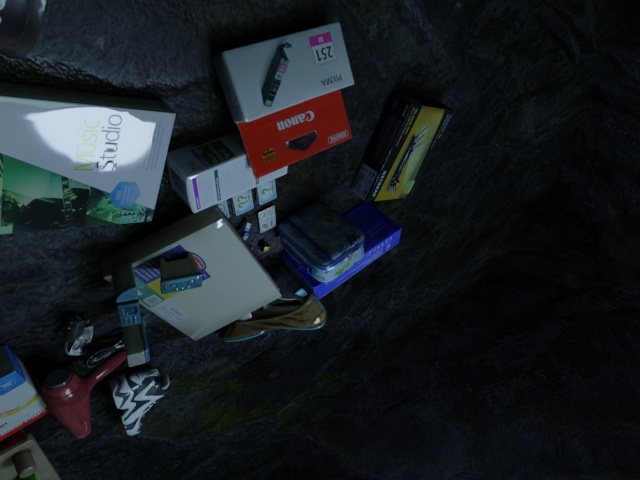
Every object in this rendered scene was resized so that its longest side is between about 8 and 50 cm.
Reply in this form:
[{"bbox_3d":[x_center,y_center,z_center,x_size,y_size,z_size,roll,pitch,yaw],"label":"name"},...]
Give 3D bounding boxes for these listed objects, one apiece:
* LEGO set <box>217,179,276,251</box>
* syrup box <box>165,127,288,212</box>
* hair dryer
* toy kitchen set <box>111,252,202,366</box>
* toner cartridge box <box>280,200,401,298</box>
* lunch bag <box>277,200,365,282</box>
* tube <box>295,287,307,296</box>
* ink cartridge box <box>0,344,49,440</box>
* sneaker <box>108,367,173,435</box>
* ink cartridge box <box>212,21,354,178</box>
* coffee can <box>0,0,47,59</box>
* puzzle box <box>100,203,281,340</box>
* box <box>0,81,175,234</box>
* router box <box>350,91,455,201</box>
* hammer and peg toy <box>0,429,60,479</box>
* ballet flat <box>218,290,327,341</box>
[{"bbox_3d":[-0.179,-0.031,1.138,0.182,0.060,0.244,-27,144,-23],"label":"LEGO set"},{"bbox_3d":[-0.188,-0.159,0.945,0.236,0.093,0.096,-27,144,-29],"label":"syrup box"},{"bbox_3d":[-0.502,0.308,1.021,0.223,0.080,0.294,23,89,-58],"label":"hair dryer"},{"bbox_3d":[-0.334,0.146,0.956,0.165,0.122,0.207,-10,143,-24],"label":"toy kitchen set"},{"bbox_3d":[0.067,0.022,1.392,0.347,0.165,0.075,-32,146,-23],"label":"toner cartridge box"},{"bbox_3d":[0.000,0.000,1.231,0.176,0.219,0.090,-32,145,-22],"label":"lunch bag"},{"bbox_3d":[-0.044,0.227,1.601,0.080,0.052,0.207,-41,143,-20],"label":"tube"},{"bbox_3d":[-0.654,0.332,0.936,0.134,0.078,0.231,-31,145,-26],"label":"ink cartridge box"},{"bbox_3d":[-0.475,0.432,1.250,0.152,0.094,0.235,-19,129,-26],"label":"sneaker"},{"bbox_3d":[-0.048,-0.281,0.913,0.275,0.060,0.239,-29,112,-28],"label":"ink cartridge box"},{"bbox_3d":[-0.422,-0.298,0.403,0.275,0.201,0.202,-5,129,-47],"label":"coffee can"},{"bbox_3d":[-0.277,0.096,1.089,0.271,0.052,0.409,-26,147,-1],"label":"puzzle box"},{"bbox_3d":[-0.414,-0.126,0.742,0.321,0.058,0.233,-9,131,-45],"label":"box"},{"bbox_3d":[0.245,-0.270,1.364,0.242,0.081,0.309,-11,133,-45],"label":"router box"},{"bbox_3d":[-0.766,0.614,1.063,0.265,0.127,0.362,-24,142,-33],"label":"hammer and peg toy"},{"bbox_3d":[-0.152,0.205,1.303,0.116,0.341,0.124,-60,136,-62],"label":"ballet flat"}]
